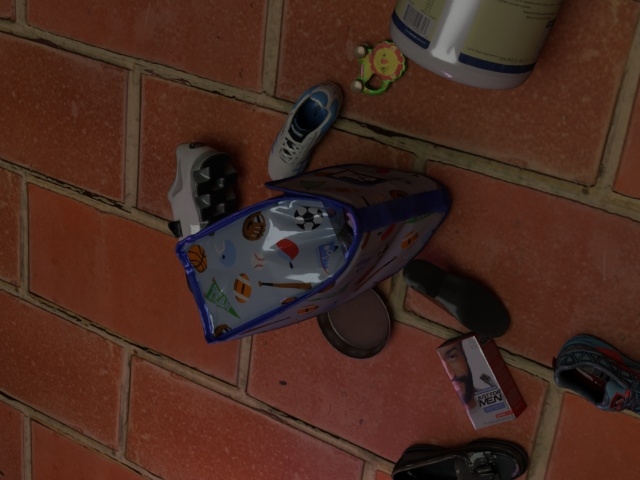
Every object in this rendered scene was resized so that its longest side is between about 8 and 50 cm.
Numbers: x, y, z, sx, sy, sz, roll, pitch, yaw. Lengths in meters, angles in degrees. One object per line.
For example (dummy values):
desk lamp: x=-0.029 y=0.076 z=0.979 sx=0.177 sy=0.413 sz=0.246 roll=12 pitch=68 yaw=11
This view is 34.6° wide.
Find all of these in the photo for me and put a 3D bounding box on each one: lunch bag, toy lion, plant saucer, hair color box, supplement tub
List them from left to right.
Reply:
lunch bag: x=0.000 y=0.000 z=1.778 sx=0.385 sy=0.328 sz=0.239 roll=-25 pitch=85 yaw=37
plant saucer: x=0.067 y=0.147 z=1.982 sx=0.168 sy=0.029 sz=0.168 roll=13 pitch=115 yaw=30
toy lion: x=0.104 y=-0.302 z=1.791 sx=0.096 sy=0.034 sz=0.100 roll=15 pitch=116 yaw=21
hair color box: x=0.289 y=0.250 z=1.854 sx=0.093 sy=0.053 sz=0.167 roll=-26 pitch=90 yaw=39
supplement tub: x=0.257 y=-0.412 z=1.513 sx=0.235 sy=0.235 sz=0.325 roll=33 pitch=122 yaw=20

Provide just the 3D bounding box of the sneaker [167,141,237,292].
sneaker: x=-0.243 y=-0.047 z=2.082 sx=0.146 sy=0.122 sz=0.330 roll=31 pitch=125 yaw=43

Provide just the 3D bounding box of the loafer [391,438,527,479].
loafer: x=0.256 y=0.434 z=1.925 sx=0.267 sy=0.084 sz=0.096 roll=-12 pitch=100 yaw=37

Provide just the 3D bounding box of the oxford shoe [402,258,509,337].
oxford shoe: x=0.242 y=0.100 z=1.829 sx=0.212 sy=0.076 sz=0.076 roll=34 pitch=87 yaw=4

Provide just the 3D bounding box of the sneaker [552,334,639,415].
sneaker: x=0.497 y=0.253 z=1.668 sx=0.262 sy=0.125 sz=0.104 roll=21 pitch=118 yaw=27

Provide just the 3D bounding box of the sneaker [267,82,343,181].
sneaker: x=-0.042 y=-0.194 z=1.894 sx=0.085 sy=0.086 sz=0.237 roll=43 pitch=127 yaw=12
